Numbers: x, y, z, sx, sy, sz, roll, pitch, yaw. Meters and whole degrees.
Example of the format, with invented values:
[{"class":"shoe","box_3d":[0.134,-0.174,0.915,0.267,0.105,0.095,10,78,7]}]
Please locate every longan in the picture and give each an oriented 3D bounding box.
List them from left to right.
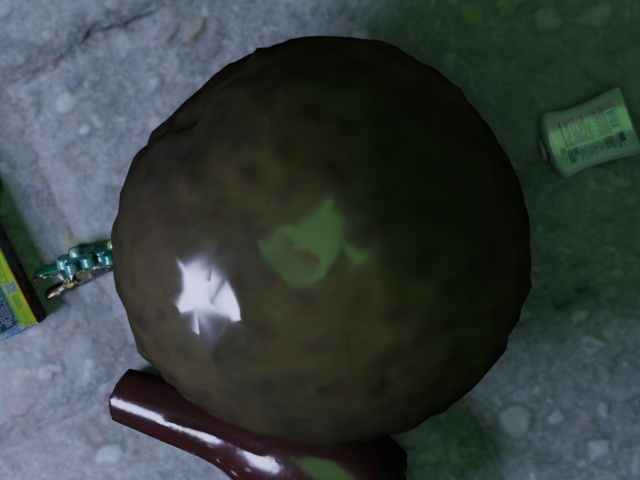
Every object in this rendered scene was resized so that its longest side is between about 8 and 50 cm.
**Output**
[{"class":"longan","box_3d":[0.000,0.000,1.733,0.391,0.391,0.391,0,96,4]}]

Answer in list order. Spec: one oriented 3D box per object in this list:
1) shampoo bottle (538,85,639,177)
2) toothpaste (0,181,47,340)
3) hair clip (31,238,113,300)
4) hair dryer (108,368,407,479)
[{"class":"shampoo bottle","box_3d":[0.266,-0.106,1.853,0.099,0.043,0.072,-20,94,7]},{"class":"toothpaste","box_3d":[-0.341,0.003,1.907,0.070,0.044,0.193,-26,94,7]},{"class":"hair clip","box_3d":[-0.216,0.019,1.900,0.173,0.049,0.049,-17,95,7]},{"class":"hair dryer","box_3d":[-0.080,0.310,1.912,0.313,0.123,0.340,13,108,13]}]
